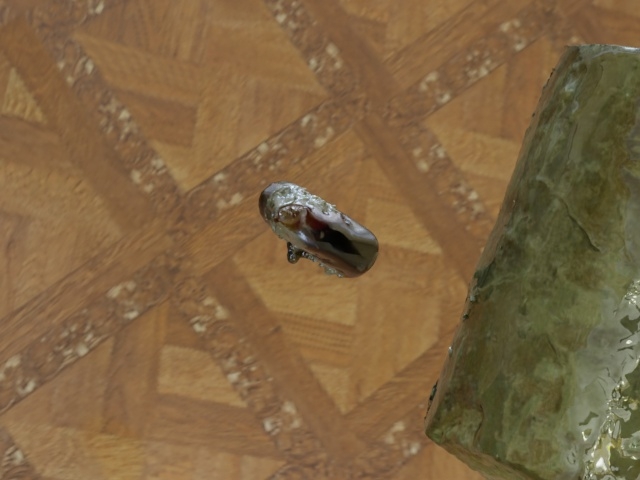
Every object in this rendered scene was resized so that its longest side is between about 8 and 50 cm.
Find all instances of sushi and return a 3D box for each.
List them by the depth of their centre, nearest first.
[{"bbox_3d":[0.000,0.000,0.764,0.083,0.046,0.044,31,92,-44],"label":"sushi"}]

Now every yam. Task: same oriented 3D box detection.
[{"bbox_3d":[0.158,0.027,0.680,0.161,0.161,0.268,20,92,-16],"label":"yam"}]
